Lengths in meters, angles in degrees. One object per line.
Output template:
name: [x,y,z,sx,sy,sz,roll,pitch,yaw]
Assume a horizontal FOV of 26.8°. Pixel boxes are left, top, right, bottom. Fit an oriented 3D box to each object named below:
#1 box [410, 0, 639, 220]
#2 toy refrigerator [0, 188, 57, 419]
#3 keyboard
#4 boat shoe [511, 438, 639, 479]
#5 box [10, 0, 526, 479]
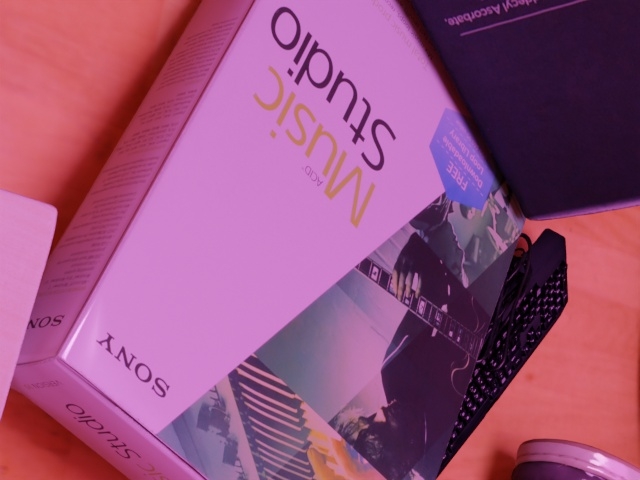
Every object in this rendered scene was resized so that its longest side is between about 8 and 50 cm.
box: [0.165,-0.262,0.727,0.395,0.212,0.293,59,42,-23]
toy refrigerator: [-0.245,-0.004,0.492,0.269,0.094,0.102,19,83,-38]
keyboard: [0.106,0.073,0.808,0.192,0.038,0.100,-48,139,-31]
boat shoe: [0.202,0.237,0.868,0.285,0.103,0.092,54,53,-34]
box: [0.000,0.000,0.687,0.232,0.058,0.322,46,53,-31]
